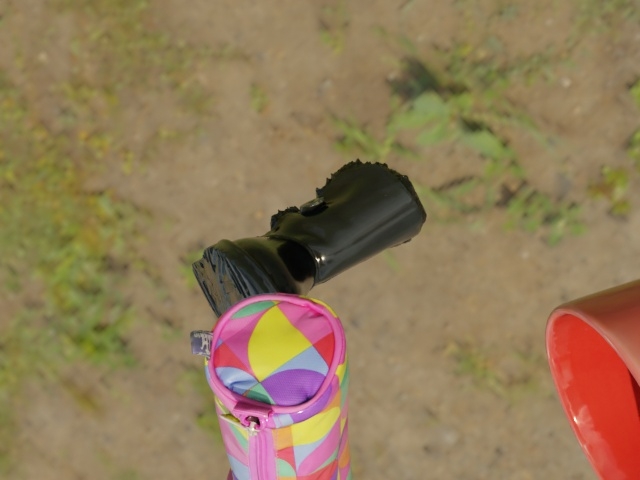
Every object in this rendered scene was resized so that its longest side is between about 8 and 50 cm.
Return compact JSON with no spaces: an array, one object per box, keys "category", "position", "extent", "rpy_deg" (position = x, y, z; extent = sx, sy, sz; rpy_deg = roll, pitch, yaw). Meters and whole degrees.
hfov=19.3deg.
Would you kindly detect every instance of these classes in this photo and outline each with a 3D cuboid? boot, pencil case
[{"category":"boot","position":[0.000,0.000,1.698],"extent":[0.094,0.207,0.246],"rpy_deg":[61,169,-5]},{"category":"pencil case","position":[-0.028,0.127,1.305],"extent":[0.104,0.104,0.236],"rpy_deg":[32,157,21]}]

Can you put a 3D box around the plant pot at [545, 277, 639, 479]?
[{"category":"plant pot","position":[0.375,0.129,1.714],"extent":[0.275,0.243,0.275],"rpy_deg":[60,169,20]}]
